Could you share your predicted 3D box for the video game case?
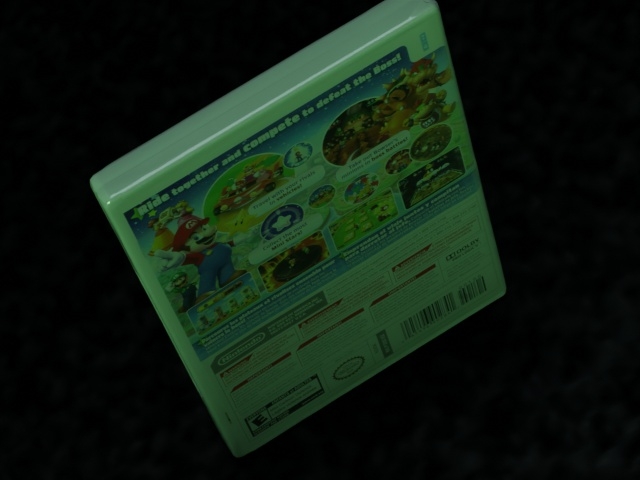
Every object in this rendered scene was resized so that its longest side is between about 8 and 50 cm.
[{"bbox_3d":[0.000,0.000,0.484,0.087,0.122,0.011,-31,55,-8],"label":"video game case"}]
